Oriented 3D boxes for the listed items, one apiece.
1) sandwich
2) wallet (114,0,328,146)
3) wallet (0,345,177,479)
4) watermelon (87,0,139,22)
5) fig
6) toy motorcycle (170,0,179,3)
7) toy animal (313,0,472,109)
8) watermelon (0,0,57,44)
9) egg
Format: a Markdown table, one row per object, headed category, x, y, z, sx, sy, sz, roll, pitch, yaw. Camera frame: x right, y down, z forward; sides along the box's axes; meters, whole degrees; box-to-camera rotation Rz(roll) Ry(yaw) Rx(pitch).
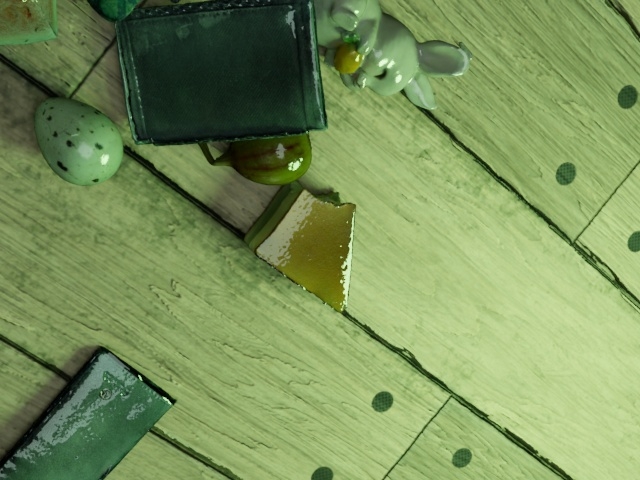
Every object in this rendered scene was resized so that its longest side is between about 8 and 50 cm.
| category | x | y | z | sx | sy | sz | roll | pitch | yaw |
| --- | --- | --- | --- | --- | --- | --- | --- | --- | --- |
| sandwich | 0.000 | 0.000 | 1.921 | 0.220 | 0.108 | 0.186 | 37 | 93 | -23 |
| wallet | -0.164 | -0.284 | 1.730 | 0.342 | 0.075 | 0.237 | -4 | 104 | 12 |
| wallet | -0.459 | 0.387 | 1.917 | 0.379 | 0.046 | 0.190 | -48 | 117 | -1 |
| watermelon | -0.338 | -0.413 | 1.617 | 0.128 | 0.231 | 0.146 | 0 | 119 | -30 |
| fig | -0.105 | -0.158 | 1.815 | 0.186 | 0.142 | 0.148 | -25 | 112 | -11 |
| toy motorcycle | -0.241 | -0.507 | 1.659 | 0.092 | 0.135 | 0.254 | -10 | 110 | -16 |
| toy animal | 0.091 | -0.347 | 1.795 | 0.325 | 0.208 | 0.154 | 17 | 60 | -14 |
| watermelon | -0.505 | -0.409 | 1.563 | 0.213 | 0.201 | 0.262 | -10 | 114 | -7 |
| egg | -0.405 | -0.168 | 1.723 | 0.131 | 0.131 | 0.164 | -38 | 92 | -5 |
